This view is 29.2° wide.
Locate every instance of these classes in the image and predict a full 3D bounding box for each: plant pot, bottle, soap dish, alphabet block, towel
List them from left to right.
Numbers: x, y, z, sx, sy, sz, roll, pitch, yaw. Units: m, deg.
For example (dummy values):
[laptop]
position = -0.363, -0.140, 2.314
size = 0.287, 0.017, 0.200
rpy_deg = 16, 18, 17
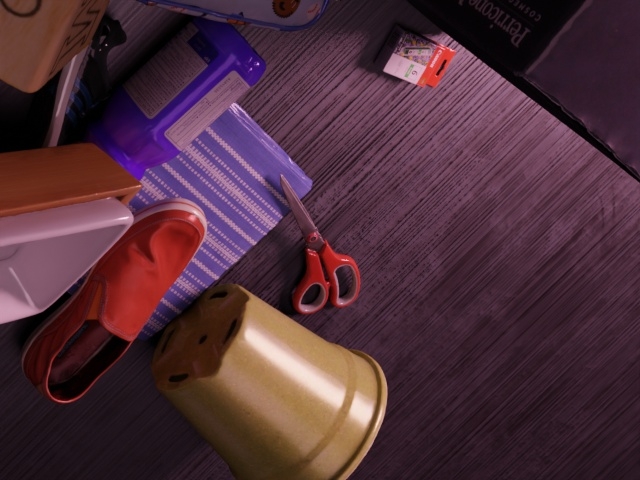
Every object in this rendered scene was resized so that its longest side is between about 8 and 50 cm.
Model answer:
[soap dish]
position = -0.369, 0.001, 1.408
size = 0.229, 0.118, 0.291
rpy_deg = -14, 162, -43
[alphabet block]
position = -0.302, -0.298, 1.232
size = 0.192, 0.193, 0.197
rpy_deg = 30, 117, -3
[bottle]
position = -0.199, -0.154, 1.493
size = 0.283, 0.118, 0.092
rpy_deg = -43, 132, 2
[towel]
position = -0.193, -0.030, 1.645
size = 0.336, 0.040, 0.243
rpy_deg = -42, 133, 6
[plant pot]
position = -0.092, 0.203, 1.732
size = 0.276, 0.276, 0.254
rpy_deg = -44, 119, 4

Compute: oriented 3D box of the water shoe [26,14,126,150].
[water shoe]
position = -0.288, -0.173, 1.462
size = 0.080, 0.073, 0.203
rpy_deg = 7, 118, -35

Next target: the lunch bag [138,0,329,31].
[lunch bag]
position = -0.108, -0.378, 1.398
size = 0.303, 0.115, 0.243
rpy_deg = 7, 115, -34

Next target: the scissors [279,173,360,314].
[scissors]
position = 0.000, 0.000, 1.758
size = 0.109, 0.021, 0.297
rpy_deg = -18, 135, -12

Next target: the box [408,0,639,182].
[box]
position = 0.333, -0.391, 1.389
size = 0.297, 0.480, 0.471
rpy_deg = 30, 103, -38

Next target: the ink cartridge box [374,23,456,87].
[ink cartridge box]
position = 0.136, -0.246, 1.677
size = 0.115, 0.029, 0.063
rpy_deg = 16, 112, -36

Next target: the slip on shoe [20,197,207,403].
[slip on shoe]
position = -0.261, 0.083, 1.598
size = 0.331, 0.101, 0.123
rpy_deg = -47, 132, 8
